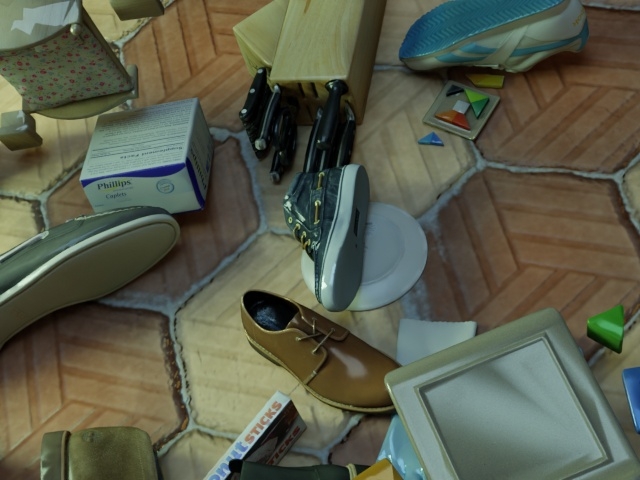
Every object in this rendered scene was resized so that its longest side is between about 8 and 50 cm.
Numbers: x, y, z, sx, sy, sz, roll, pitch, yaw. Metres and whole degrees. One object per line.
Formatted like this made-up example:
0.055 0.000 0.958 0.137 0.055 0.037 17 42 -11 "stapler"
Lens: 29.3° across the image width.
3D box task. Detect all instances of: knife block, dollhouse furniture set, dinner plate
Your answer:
0.019 -0.195 1.441 0.276 0.088 0.242 -35 56 -10 "knife block"
-0.309 -0.122 1.358 0.356 0.303 0.173 -8 69 9 "dollhouse furniture set"
0.046 0.013 1.338 0.141 0.017 0.141 -7 54 9 "dinner plate"

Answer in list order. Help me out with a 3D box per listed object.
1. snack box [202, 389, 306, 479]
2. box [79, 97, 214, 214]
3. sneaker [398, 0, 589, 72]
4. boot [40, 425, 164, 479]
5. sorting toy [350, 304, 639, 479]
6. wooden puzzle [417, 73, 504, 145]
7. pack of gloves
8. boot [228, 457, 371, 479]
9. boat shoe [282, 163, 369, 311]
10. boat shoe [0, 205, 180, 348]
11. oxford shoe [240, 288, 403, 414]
-0.082 0.231 1.193 0.022 0.064 0.178 29 68 30 "snack box"
-0.197 -0.092 1.418 0.126 0.072 0.137 -9 38 10 "box"
0.197 -0.232 1.423 0.229 0.092 0.087 -10 49 33 "sneaker"
-0.197 0.306 1.155 0.115 0.112 0.305 -9 52 -4 "boot"
0.174 0.176 1.135 0.348 0.047 0.196 -22 58 -4 "sorting toy"
0.163 -0.154 1.420 0.079 0.014 0.116 15 62 23 "wooden puzzle"
0.152 0.172 1.184 0.195 0.046 0.232 3 57 16 "pack of gloves"
-0.021 0.289 1.107 0.137 0.077 0.198 7 43 -8 "boot"
0.000 0.000 1.315 0.083 0.065 0.183 -5 52 22 "boat shoe"
-0.321 0.035 1.361 0.335 0.112 0.095 -30 59 -2 "boat shoe"
-0.001 0.111 1.245 0.212 0.076 0.076 24 64 27 "oxford shoe"
